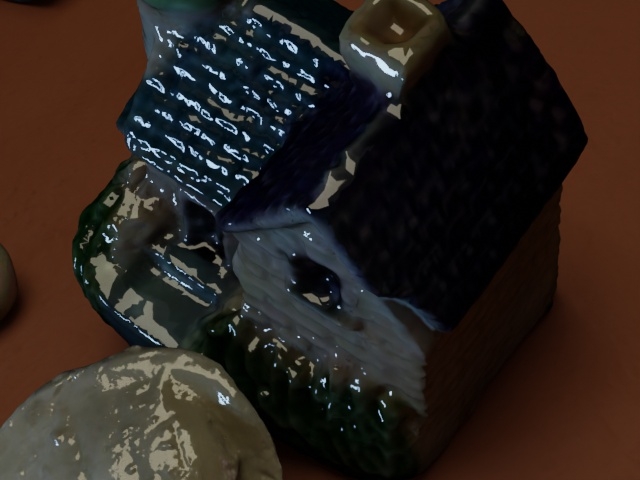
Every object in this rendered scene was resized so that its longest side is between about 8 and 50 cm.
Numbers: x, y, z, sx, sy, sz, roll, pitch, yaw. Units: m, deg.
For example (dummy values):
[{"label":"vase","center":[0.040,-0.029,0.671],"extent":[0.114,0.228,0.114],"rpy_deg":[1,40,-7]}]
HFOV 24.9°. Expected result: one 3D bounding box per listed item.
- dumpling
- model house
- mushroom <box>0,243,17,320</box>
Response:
[{"label":"dumpling","center":[-0.114,0.137,0.900],"extent":[0.176,0.092,0.150],"rpy_deg":[12,83,30]},{"label":"model house","center":[-0.006,-0.052,0.894],"extent":[0.298,0.284,0.243],"rpy_deg":[31,59,19]},{"label":"mushroom","center":[-0.266,0.032,1.074],"extent":[0.084,0.067,0.083],"rpy_deg":[2,78,-8]}]
